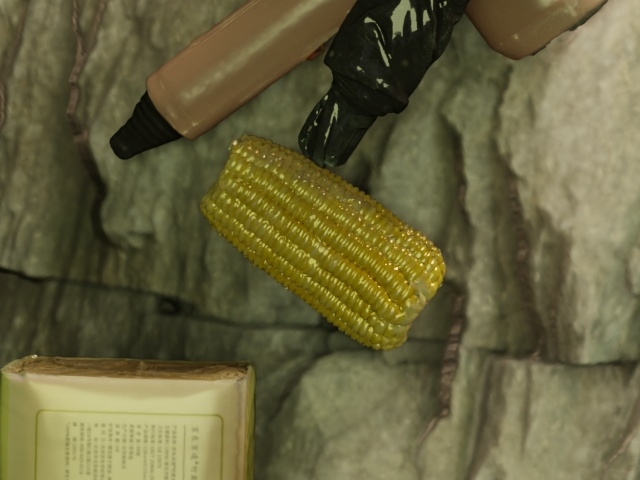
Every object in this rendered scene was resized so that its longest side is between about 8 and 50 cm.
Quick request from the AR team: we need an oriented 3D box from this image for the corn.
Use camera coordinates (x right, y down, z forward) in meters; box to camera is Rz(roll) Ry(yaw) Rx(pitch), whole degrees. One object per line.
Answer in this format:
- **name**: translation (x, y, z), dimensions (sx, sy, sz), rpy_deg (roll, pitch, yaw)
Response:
- **corn**: translation (0.000, 0.000, 1.234), dimensions (0.165, 0.063, 0.085), rpy_deg (33, 120, 2)

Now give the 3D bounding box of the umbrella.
- **umbrella**: translation (0.060, -0.139, 1.131), dimensions (0.066, 0.059, 0.236), rpy_deg (40, 110, 21)

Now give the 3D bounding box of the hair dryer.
- **hair dryer**: translation (0.010, -0.144, 1.217), dimensions (0.344, 0.107, 0.189), rpy_deg (-35, 94, 14)

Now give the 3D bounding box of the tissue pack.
- **tissue pack**: translation (-0.124, 0.194, 1.223), dimensions (0.159, 0.125, 0.234), rpy_deg (1, 93, 2)
